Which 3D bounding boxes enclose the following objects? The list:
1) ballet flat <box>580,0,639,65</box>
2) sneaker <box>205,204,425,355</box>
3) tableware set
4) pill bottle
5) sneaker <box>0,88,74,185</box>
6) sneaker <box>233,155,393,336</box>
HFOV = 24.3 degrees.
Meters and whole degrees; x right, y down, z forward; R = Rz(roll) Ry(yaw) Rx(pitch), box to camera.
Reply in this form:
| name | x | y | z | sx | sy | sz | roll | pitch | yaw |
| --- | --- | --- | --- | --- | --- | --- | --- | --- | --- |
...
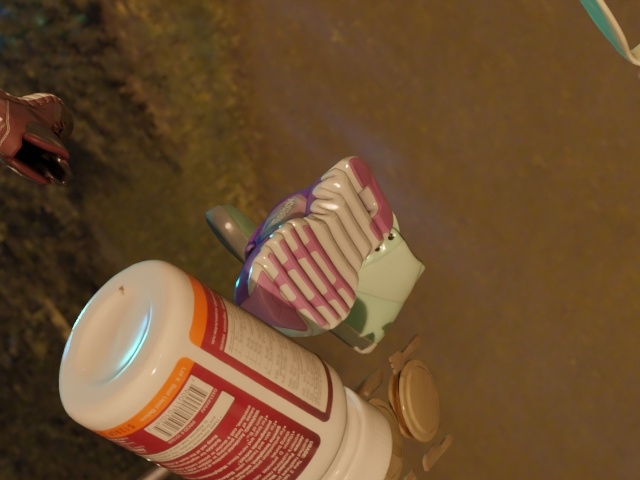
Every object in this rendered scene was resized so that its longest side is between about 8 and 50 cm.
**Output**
| name | x | y | z | sx | sy | sz | roll | pitch | yaw |
| --- | --- | --- | --- | --- | --- | --- | --- | --- | --- |
| ballet flat | 0.290 | -0.172 | 1.111 | 0.400 | 0.139 | 0.139 | 30 | -179 | -34 |
| sneaker | 0.000 | 0.000 | 1.658 | 0.256 | 0.151 | 0.094 | 37 | 180 | -23 |
| tableware set | 0.068 | 0.183 | 1.482 | 0.039 | 0.194 | 0.128 | -13 | 100 | 28 |
| pill bottle | -0.060 | 0.113 | 1.019 | 0.221 | 0.121 | 0.121 | 35 | 178 | -35 |
| sneaker | -0.395 | -0.129 | 2.089 | 0.162 | 0.106 | 0.281 | 40 | -167 | 15 |
| sneaker | -0.023 | 0.017 | 1.255 | 0.105 | 0.236 | 0.095 | -20 | 107 | 30 |
